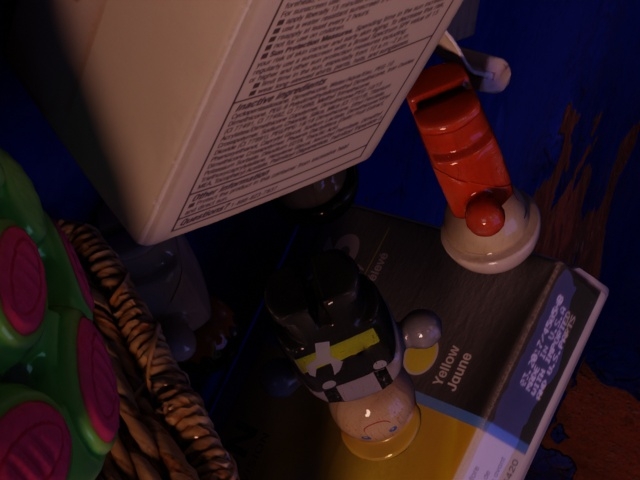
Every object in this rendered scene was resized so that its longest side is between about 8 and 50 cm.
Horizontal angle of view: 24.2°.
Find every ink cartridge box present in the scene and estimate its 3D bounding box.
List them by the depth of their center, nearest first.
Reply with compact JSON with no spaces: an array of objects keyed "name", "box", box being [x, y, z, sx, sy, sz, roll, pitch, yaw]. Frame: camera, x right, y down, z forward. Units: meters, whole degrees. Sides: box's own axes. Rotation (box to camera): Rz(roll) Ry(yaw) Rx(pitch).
[{"name":"ink cartridge box","box":[0.002,0.125,0.982,0.072,0.307,0.304,31,80,-40]}]

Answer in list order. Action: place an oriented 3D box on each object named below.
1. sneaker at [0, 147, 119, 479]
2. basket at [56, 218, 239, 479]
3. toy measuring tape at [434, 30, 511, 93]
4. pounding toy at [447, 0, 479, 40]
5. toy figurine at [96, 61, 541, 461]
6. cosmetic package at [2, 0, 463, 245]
[{"name":"sneaker","box":[-0.217,0.107,0.487,0.185,0.202,0.483,62,28,-25]},{"name":"basket","box":[-0.096,0.175,0.791,0.223,0.213,0.299,-54,158,-34]},{"name":"toy measuring tape","box":[0.038,-0.218,0.757,0.330,0.121,0.121,49,61,-39]},{"name":"pounding toy","box":[0.034,-0.174,0.913,0.100,0.130,0.141,-28,131,-58]},{"name":"toy figurine","box":[0.000,0.000,0.858,0.209,0.213,0.148,-58,144,-25]},{"name":"cosmetic package","box":[-0.010,-0.150,0.605,0.153,0.129,0.296,-22,156,-39]}]
